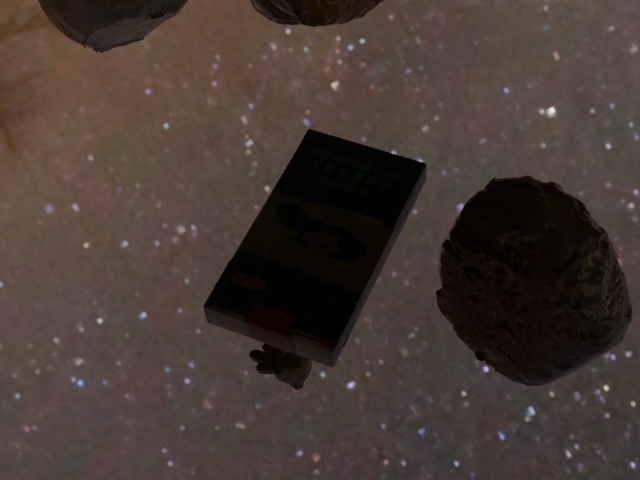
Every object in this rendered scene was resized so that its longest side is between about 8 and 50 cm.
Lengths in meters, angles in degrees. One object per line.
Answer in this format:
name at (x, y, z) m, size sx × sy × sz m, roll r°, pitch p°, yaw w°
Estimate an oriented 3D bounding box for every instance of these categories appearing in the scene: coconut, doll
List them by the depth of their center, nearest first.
coconut at (-0.141, -0.180, 0.742) m, size 0.110 × 0.110 × 0.124 m, roll -35°, pitch -170°, yaw -8°
doll at (-0.046, 0.138, 1.304) m, size 0.061 × 0.051 × 0.093 m, roll -30°, pitch -135°, yaw -25°

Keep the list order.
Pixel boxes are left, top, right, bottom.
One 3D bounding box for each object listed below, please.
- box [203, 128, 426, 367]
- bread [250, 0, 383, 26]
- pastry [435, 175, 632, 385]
box at (0.000, 0.000, 1.053) m, size 0.132 × 0.034 × 0.235 m, roll 19°, pitch -123°, yaw 16°
bread at (0.009, -0.279, 0.903) m, size 0.198 × 0.236 × 0.120 m, roll -38°, pitch -118°, yaw -7°
pastry at (0.192, 0.039, 0.996) m, size 0.093 × 0.182 × 0.192 m, roll -22°, pitch 154°, yaw -30°
